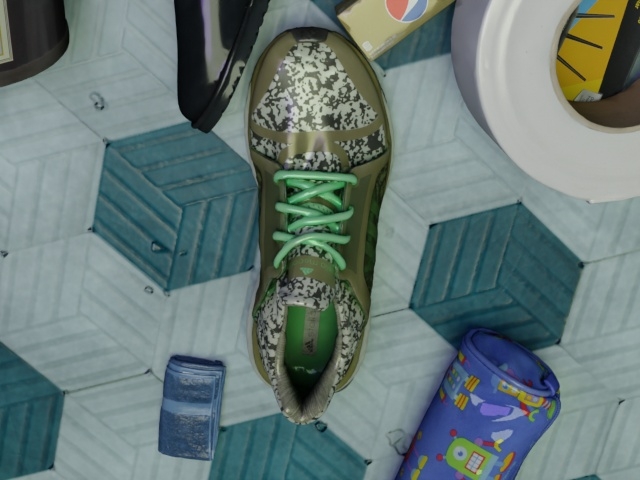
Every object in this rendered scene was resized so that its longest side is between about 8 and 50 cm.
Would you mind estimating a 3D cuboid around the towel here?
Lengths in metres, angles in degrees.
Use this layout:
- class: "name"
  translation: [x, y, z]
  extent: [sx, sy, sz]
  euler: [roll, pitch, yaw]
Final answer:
- class: "towel"
  translation: [-0.143, 0.187, 1.315]
  extent: [0.067, 0.029, 0.119]
  euler: [7, 110, -4]

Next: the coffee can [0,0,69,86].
- class: "coffee can"
  translation: [-0.325, -0.290, 1.007]
  extent: [0.202, 0.201, 0.275]
  euler: [1, 125, -3]

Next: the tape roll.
- class: "tape roll"
  translation: [0.269, -0.182, 1.104]
  extent: [0.286, 0.100, 0.286]
  euler: [-3, 113, -8]

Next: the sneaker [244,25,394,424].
- class: "sneaker"
  translation: [0.000, 0.000, 1.169]
  extent: [0.158, 0.182, 0.410]
  euler: [-1, 110, -1]

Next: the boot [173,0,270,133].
- class: "boot"
  translation: [-0.151, -0.247, 1.117]
  extent: [0.207, 0.094, 0.246]
  euler: [19, 102, -13]

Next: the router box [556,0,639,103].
- class: "router box"
  translation: [0.250, -0.212, 1.173]
  extent: [0.133, 0.046, 0.179]
  euler: [16, 109, -9]

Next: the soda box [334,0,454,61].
- class: "soda box"
  translation: [0.103, -0.252, 1.144]
  extent: [0.181, 0.061, 0.058]
  euler: [-36, 107, 10]

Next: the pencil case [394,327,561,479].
- class: "pencil case"
  translation: [0.157, 0.251, 1.300]
  extent: [0.133, 0.119, 0.306]
  euler: [27, 109, 14]
